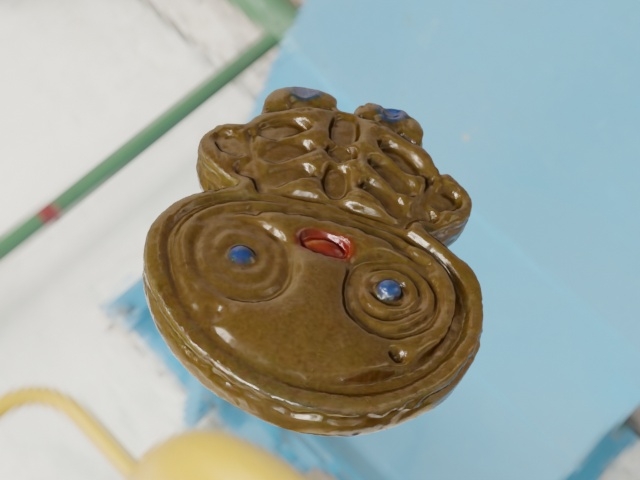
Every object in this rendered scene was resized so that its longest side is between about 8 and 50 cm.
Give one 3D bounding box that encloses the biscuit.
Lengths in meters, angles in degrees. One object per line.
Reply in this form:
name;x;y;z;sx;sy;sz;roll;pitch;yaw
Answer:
biscuit;0.000;0.000;0.691;0.124;0.175;0.026;12;131;-4
